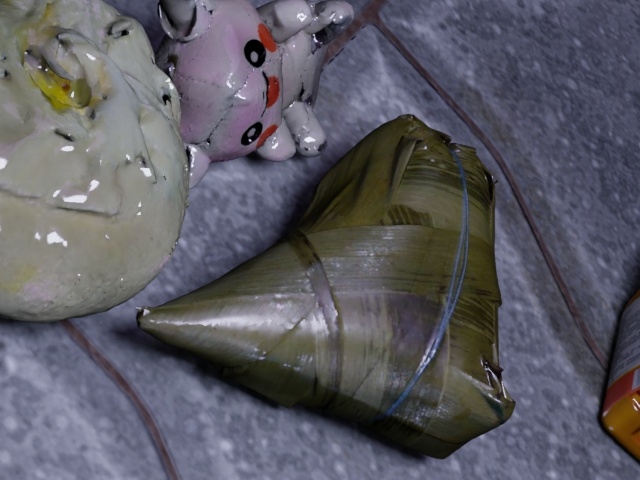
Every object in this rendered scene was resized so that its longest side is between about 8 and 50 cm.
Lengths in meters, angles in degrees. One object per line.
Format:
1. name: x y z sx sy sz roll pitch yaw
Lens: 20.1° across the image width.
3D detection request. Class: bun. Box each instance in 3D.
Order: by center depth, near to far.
1. bun: -0.177 -0.067 1.098 0.239 0.141 0.239 23 46 -26

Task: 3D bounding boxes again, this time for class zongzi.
1. zongzi: 0.000 0.000 1.241 0.274 0.125 0.251 20 50 -25

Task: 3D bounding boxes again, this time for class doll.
1. doll: -0.055 -0.120 1.285 0.095 0.149 0.192 20 20 27

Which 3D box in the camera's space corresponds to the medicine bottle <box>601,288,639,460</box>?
1. medicine bottle: 0.326 0.095 1.486 0.149 0.112 0.222 39 41 -15
